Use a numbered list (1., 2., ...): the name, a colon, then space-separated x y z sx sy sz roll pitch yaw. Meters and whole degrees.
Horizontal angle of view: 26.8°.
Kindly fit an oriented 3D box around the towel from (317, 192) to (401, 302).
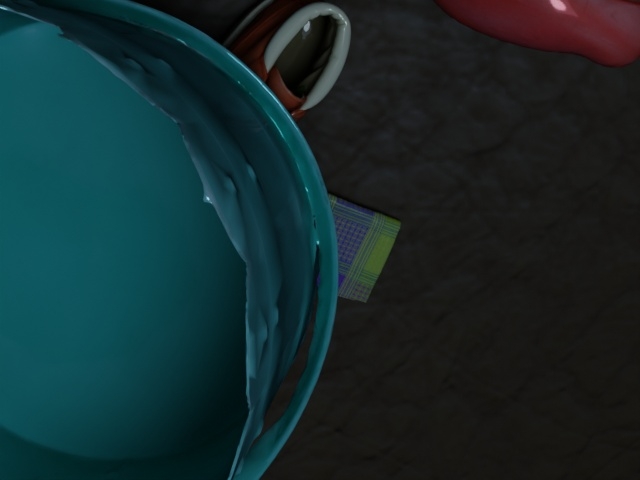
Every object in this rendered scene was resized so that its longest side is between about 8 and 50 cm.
1. towel: 0.000 0.000 0.786 0.083 0.009 0.060 18 109 -17

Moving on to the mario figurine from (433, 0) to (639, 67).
1. mario figurine: 0.169 -0.219 0.633 0.320 0.170 0.198 -33 139 29

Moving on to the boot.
1. boot: -0.044 -0.064 0.688 0.059 0.084 0.158 38 86 -22

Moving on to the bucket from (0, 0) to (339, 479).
1. bucket: -0.132 0.020 0.602 0.281 0.183 0.281 3 103 12
